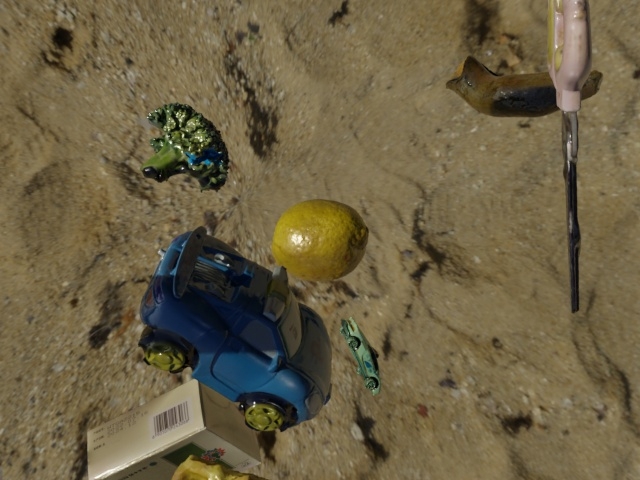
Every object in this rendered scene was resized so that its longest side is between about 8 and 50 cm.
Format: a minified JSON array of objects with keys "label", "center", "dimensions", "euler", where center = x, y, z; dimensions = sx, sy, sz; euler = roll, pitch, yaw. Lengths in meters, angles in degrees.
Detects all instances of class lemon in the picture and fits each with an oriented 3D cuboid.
[{"label":"lemon","center":[0.000,0.000,1.582],"dimensions":[0.207,0.170,0.170],"euler":[4,93,18]}]

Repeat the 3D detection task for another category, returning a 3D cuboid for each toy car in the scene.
[{"label":"toy car","center":[-0.092,0.114,1.042],"dimensions":[0.314,0.198,0.166],"euler":[36,124,-17]},{"label":"toy car","center":[0.095,0.250,1.684],"dimensions":[0.058,0.093,0.186],"euler":[-25,107,-5]}]

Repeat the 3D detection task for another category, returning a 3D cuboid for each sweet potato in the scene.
[{"label":"sweet potato","center":[0.352,-0.274,1.374],"dimensions":[0.085,0.285,0.112],"euler":[-6,102,-49]}]

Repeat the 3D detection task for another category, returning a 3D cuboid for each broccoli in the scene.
[{"label":"broccoli","center":[-0.249,-0.159,1.404],"dimensions":[0.160,0.154,0.167],"euler":[-44,136,-20]}]

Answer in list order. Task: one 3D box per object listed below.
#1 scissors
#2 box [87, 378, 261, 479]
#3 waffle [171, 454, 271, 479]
[{"label":"scissors","center":[0.184,-0.098,0.571],"dimensions":[0.024,0.160,0.318],"euler":[-3,103,13]},{"label":"box","center":[-0.225,0.322,1.200],"dimensions":[0.212,0.095,0.168],"euler":[-28,140,12]},{"label":"waffle","center":[-0.077,0.243,0.563],"dimensions":[0.055,0.211,0.160],"euler":[27,72,-43]}]
